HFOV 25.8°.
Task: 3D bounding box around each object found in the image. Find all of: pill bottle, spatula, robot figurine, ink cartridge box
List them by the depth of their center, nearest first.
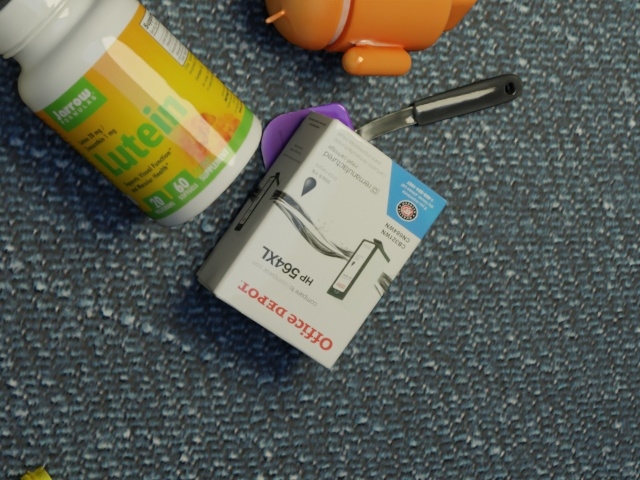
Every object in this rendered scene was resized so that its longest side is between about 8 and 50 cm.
[{"bbox_3d":[-0.182,-0.138,1.254,0.246,0.136,0.136,43,77,-20],"label":"pill bottle"},{"bbox_3d":[0.041,-0.243,1.346,0.219,0.128,0.158,-3,108,-23],"label":"robot figurine"},{"bbox_3d":[0.000,0.000,1.356,0.148,0.086,0.203,34,89,-21],"label":"ink cartridge box"},{"bbox_3d":[0.079,-0.122,1.426,0.296,0.030,0.084,-20,106,-21],"label":"spatula"}]

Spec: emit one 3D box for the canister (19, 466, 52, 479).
[{"bbox_3d":[-0.295,0.305,1.276,0.170,0.073,0.126,-32,106,-17],"label":"canister"}]
